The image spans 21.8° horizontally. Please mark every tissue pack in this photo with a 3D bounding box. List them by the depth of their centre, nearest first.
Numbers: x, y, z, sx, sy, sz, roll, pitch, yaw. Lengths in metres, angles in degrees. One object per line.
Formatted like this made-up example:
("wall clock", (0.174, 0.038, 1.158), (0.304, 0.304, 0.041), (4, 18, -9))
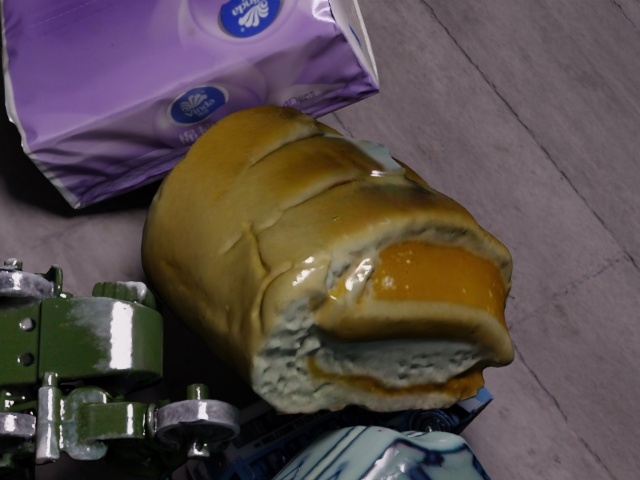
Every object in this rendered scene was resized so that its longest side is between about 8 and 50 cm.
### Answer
("tissue pack", (-0.138, -0.207, 1.616), (0.338, 0.160, 0.242), (-21, 57, 10))

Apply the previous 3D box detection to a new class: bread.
("bread", (0.000, 0.000, 1.510), (0.300, 0.210, 0.341), (10, 18, -35))

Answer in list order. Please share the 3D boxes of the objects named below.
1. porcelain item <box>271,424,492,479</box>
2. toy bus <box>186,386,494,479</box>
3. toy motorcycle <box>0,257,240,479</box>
("porcelain item", (0.053, 0.318, 1.404), (0.286, 0.157, 0.281), (-41, 105, -28))
("toy bus", (0.021, 0.189, 1.580), (0.297, 0.106, 0.131), (-23, 69, -37))
("toy motorcycle", (-0.206, 0.118, 1.464), (0.275, 0.127, 0.205), (-2, 66, 2))
